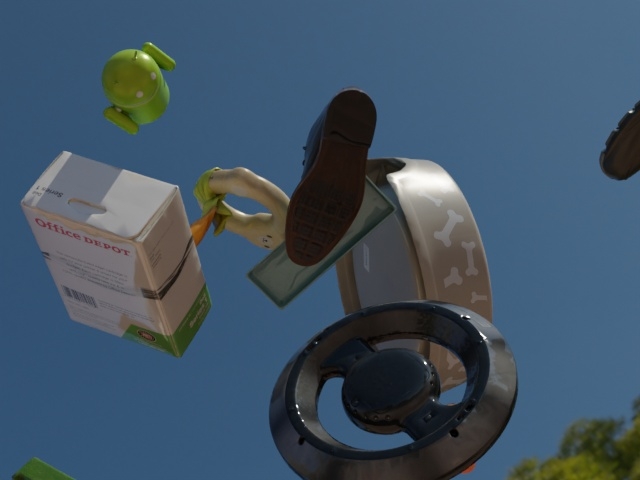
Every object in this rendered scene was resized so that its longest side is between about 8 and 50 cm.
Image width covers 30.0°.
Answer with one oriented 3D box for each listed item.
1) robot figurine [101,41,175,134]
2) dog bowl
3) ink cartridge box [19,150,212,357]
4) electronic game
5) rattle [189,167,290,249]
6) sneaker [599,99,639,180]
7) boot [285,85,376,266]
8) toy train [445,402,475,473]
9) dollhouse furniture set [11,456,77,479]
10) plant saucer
[{"bbox_3d":[-0.209,-0.173,1.350,0.101,0.067,0.115,-60,-11,-12],"label":"robot figurine"},{"bbox_3d":[0.120,0.049,1.605,0.102,0.348,0.348,-10,-52,-17],"label":"dog bowl"},{"bbox_3d":[-0.226,0.018,1.356,0.092,0.160,0.219,-59,-24,-33],"label":"ink cartridge box"},{"bbox_3d":[0.064,0.137,1.076,0.229,0.229,0.048,-27,-51,-8],"label":"electronic game"},{"bbox_3d":[-0.081,0.008,1.492,0.130,0.142,0.199,-19,-46,24],"label":"rattle"},{"bbox_3d":[0.396,-0.139,1.198,0.267,0.106,0.101,-45,-10,29],"label":"sneaker"},{"bbox_3d":[0.014,-0.080,1.412,0.082,0.106,0.219,19,-75,-6],"label":"boot"},{"bbox_3d":[0.137,0.293,1.562,0.166,0.046,0.125,-36,-55,2],"label":"toy train"},{"bbox_3d":[-0.348,0.474,1.566,0.197,0.151,0.301,-47,-41,-36],"label":"dollhouse furniture set"},{"bbox_3d":[0.000,0.000,1.443,0.192,0.018,0.067,-42,-72,10],"label":"plant saucer"}]
